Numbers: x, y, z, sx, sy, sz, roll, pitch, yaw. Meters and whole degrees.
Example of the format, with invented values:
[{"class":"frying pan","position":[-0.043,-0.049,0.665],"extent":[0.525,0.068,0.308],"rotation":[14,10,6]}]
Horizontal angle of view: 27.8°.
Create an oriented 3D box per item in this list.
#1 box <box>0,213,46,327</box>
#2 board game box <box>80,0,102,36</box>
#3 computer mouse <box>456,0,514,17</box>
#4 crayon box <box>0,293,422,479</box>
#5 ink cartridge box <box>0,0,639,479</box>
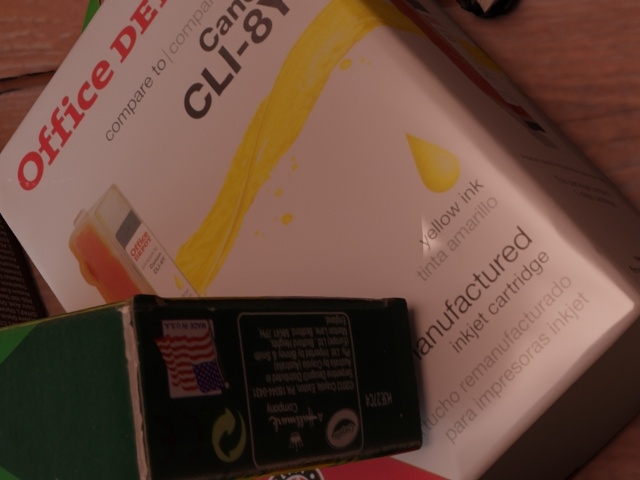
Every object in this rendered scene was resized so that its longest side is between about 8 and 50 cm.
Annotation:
[{"class":"box","position":[-0.353,0.035,1.044],"extent":[0.191,0.143,0.381],"rotation":[-38,64,21]},{"class":"board game box","position":[-0.070,-0.183,0.965],"extent":[0.259,0.039,0.124],"rotation":[13,89,31]},{"class":"computer mouse","position":[0.161,-0.283,0.815],"extent":[0.272,0.072,0.189],"rotation":[-31,64,24]},{"class":"crayon box","position":[-0.135,0.091,0.653],"extent":[0.318,0.202,0.081],"rotation":[-12,81,36]},{"class":"ink cartridge box","position":[0.000,0.000,0.784],"extent":[0.279,0.160,0.385],"rotation":[-50,62,20]}]
